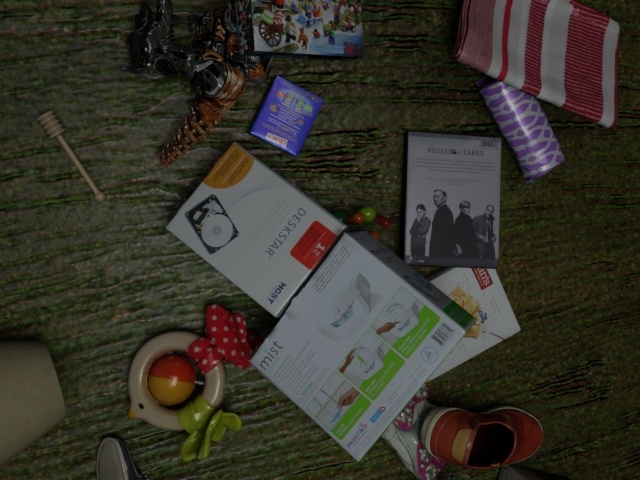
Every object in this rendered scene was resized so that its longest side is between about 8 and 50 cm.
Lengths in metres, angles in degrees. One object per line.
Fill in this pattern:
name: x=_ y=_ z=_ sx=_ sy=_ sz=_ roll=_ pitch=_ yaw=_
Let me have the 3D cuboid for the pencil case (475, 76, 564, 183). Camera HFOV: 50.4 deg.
pencil case: x=0.362 y=-0.210 z=1.229 sx=0.086 sy=0.088 sz=0.206 roll=-33 pitch=103 yaw=-18

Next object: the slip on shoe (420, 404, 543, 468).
slip on shoe: x=0.317 y=0.366 z=1.235 sx=0.331 sy=0.101 sz=0.123 roll=18 pitch=89 yaw=-42

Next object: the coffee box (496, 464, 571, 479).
coffee box: x=0.454 y=0.524 z=1.228 sx=0.168 sy=0.297 sz=0.118 roll=17 pitch=89 yaw=-14

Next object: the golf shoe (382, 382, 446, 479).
golf shoe: x=0.145 y=0.322 z=1.236 sx=0.115 sy=0.140 sz=0.306 roll=-47 pitch=128 yaw=-31

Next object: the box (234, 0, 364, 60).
box: x=-0.030 y=-0.374 z=1.083 sx=0.233 sy=0.044 sz=0.159 roll=-11 pitch=101 yaw=-41

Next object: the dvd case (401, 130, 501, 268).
dvd case: x=0.236 y=-0.071 z=1.221 sx=0.179 sy=0.029 sz=0.238 roll=3 pitch=86 yaw=-9

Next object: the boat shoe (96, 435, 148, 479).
boat shoe: x=-0.326 y=0.426 z=1.160 sx=0.065 sy=0.075 sz=0.206 roll=-17 pitch=97 yaw=-55

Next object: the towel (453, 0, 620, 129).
towel: x=0.393 y=-0.351 z=1.197 sx=0.329 sy=0.037 sz=0.237 roll=19 pitch=66 yaw=-15

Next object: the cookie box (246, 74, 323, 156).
cookie box: x=-0.060 y=-0.209 z=1.149 sx=0.092 sy=0.040 sz=0.107 roll=26 pitch=90 yaw=-15

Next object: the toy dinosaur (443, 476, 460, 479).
toy dinosaur: x=0.174 y=0.513 z=1.252 sx=0.314 sy=0.121 sz=0.160 roll=-13 pitch=114 yaw=22

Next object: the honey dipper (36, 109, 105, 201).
honey dipper: x=-0.392 y=-0.132 z=1.085 sx=0.030 sy=0.030 sz=0.160 roll=-34 pitch=106 yaw=-8

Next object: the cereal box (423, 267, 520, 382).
cereal box: x=0.233 y=0.144 z=1.258 sx=0.240 sy=0.047 sz=0.173 roll=-27 pitch=101 yaw=-9

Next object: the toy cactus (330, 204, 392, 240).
toy cactus: x=0.000 y=0.000 z=1.172 sx=0.180 sy=0.112 sz=0.219 roll=42 pitch=88 yaw=4

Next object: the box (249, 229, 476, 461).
box: x=0.062 y=0.154 z=1.047 sx=0.231 sy=0.127 sz=0.262 roll=39 pitch=104 yaw=15

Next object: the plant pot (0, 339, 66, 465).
plant pot: x=-0.532 y=0.249 z=1.001 sx=0.274 sy=0.256 sz=0.256 roll=-17 pitch=101 yaw=-28

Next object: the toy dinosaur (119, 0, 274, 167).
toy dinosaur: x=-0.180 y=-0.278 z=1.065 sx=0.218 sy=0.164 sz=0.322 roll=23 pitch=69 yaw=-31

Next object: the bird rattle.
bird rattle: x=-0.215 y=0.227 z=1.124 sx=0.207 sy=0.143 sz=0.253 roll=8 pitch=92 yaw=2

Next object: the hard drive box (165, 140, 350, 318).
hard drive box: x=-0.096 y=-0.015 z=1.090 sx=0.232 sy=0.089 sz=0.181 roll=37 pitch=87 yaw=12
